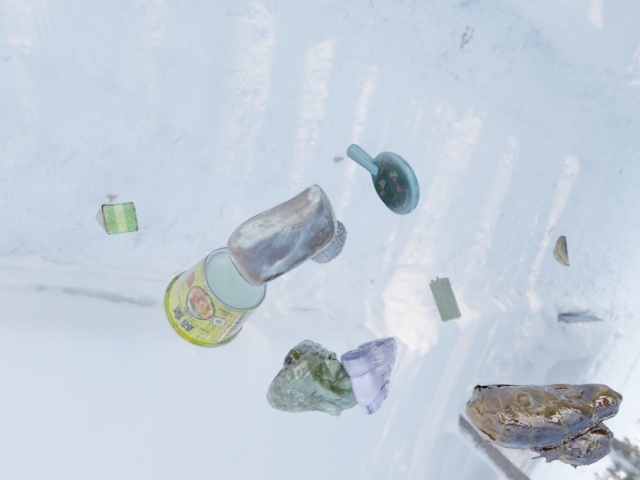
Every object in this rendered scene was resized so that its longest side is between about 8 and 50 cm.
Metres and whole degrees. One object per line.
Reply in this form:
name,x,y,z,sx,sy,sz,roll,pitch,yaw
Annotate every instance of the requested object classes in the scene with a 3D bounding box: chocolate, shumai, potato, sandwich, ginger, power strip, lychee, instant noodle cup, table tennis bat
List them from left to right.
sandwich,-0.487,-0.039,0.993,0.074,0.116,0.074,-10,82,-38
instant noodle cup,-0.358,0.189,1.493,0.325,0.326,0.254,7,144,-42
chocolate,-0.067,0.003,0.899,0.253,0.080,0.157,-32,130,-12
shumai,-0.005,0.366,1.060,0.256,0.218,0.189,31,81,-82
lychee,0.000,0.000,1.438,0.197,0.165,0.165,-19,127,-17
table tennis bat,0.120,-0.131,0.817,0.033,0.201,0.124,-26,143,-24
power strip,0.454,0.209,1.526,0.076,0.169,0.028,-21,168,23
ginger,0.605,0.516,1.154,0.417,0.176,0.254,1,104,-3
potato,0.649,0.030,1.137,0.037,0.093,0.036,18,149,-8

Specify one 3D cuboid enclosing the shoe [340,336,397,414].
shoe,0.131,0.311,0.988,0.245,0.095,0.138,6,70,-64
